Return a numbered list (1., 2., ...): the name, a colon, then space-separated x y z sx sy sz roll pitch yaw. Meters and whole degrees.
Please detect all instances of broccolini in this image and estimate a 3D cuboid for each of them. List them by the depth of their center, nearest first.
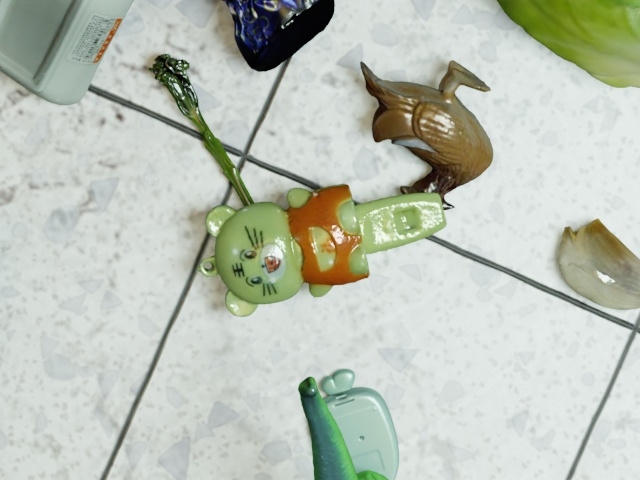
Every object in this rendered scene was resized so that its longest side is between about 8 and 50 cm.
1. broccolini: -0.133 -0.119 1.642 0.042 0.044 0.218 -28 96 -14

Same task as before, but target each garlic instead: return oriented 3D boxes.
1. garlic: 0.334 0.039 1.616 0.152 0.066 0.084 41 89 2

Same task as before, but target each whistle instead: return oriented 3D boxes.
1. whistle: 0.000 0.000 1.601 0.288 0.106 0.131 -13 100 1

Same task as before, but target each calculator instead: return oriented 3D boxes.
1. calculator: 0.039 0.225 1.646 0.095 0.021 0.153 -17 94 1

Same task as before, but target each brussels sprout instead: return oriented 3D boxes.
1. brussels sprout: 0.334 -0.329 1.516 0.344 0.344 0.268 29 68 0

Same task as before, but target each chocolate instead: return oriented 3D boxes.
1. chocolate: -0.143 -0.340 1.589 0.343 0.126 0.148 43 67 2

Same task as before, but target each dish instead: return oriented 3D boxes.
1. dish: -0.304 -0.255 1.574 0.151 0.077 0.212 36 120 1

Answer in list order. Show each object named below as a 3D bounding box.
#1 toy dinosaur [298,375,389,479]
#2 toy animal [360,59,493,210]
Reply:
1. toy dinosaur: 0.037 0.395 1.457 0.143 0.500 0.375 -16 60 1
2. toy animal: 0.109 -0.124 1.615 0.188 0.089 0.179 27 106 -5
